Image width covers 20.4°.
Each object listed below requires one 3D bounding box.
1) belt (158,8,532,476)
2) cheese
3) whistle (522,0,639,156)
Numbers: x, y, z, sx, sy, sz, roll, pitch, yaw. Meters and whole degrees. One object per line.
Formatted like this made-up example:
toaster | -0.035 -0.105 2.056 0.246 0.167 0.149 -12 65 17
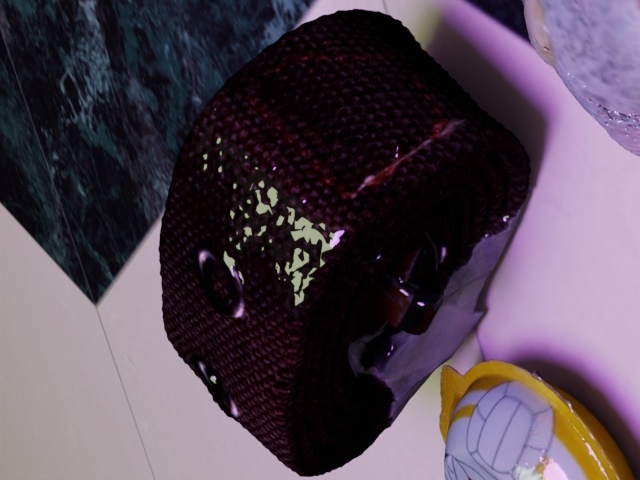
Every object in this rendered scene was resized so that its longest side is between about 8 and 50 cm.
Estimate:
belt | 0.000 0.000 1.003 0.164 0.184 0.289 44 148 23
cheese | 0.149 0.166 0.995 0.270 0.069 0.177 43 146 39
whistle | 0.168 -0.054 0.704 0.142 0.133 0.346 -89 -26 -71
